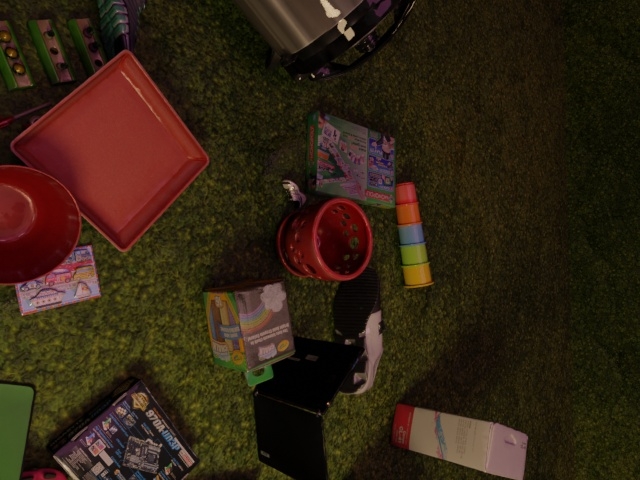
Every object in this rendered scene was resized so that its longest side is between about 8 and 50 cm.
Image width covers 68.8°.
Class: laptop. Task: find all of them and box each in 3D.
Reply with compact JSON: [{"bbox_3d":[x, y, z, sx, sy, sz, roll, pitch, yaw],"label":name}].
[{"bbox_3d":[-0.024,0.362,1.025,0.264,0.234,0.136,-50,120,-33],"label":"laptop"}]

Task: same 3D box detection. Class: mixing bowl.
[{"bbox_3d":[-0.480,-0.032,0.717,0.182,0.098,0.181,-17,116,-40],"label":"mixing bowl"}]

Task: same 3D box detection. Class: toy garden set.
[{"bbox_3d":[-0.467,-0.272,0.793,0.244,0.049,0.203,-27,105,-40],"label":"toy garden set"}]

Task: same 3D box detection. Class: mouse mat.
[{"bbox_3d":[-0.508,0.291,0.677,0.153,0.007,0.189,23,37,-39],"label":"mouse mat"}]

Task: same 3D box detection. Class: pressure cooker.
[{"bbox_3d":[-0.006,-0.574,1.022,0.420,0.370,0.375,45,63,-27],"label":"pressure cooker"}]

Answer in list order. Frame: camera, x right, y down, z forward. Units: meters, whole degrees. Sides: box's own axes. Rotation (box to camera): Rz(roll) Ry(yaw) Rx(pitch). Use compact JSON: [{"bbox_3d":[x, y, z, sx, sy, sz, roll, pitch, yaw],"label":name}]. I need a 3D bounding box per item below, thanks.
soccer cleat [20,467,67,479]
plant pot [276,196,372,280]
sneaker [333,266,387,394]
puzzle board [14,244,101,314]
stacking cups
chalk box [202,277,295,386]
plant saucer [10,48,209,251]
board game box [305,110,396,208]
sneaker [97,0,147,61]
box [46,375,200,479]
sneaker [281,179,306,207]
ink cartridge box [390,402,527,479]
[{"bbox_3d":[-0.531,0.426,0.655,0.331,0.143,0.115,-14,91,-66],"label":"soccer cleat"},{"bbox_3d":[0.000,0.000,1.113,0.191,0.174,0.191,3,86,-42],"label":"plant pot"},{"bbox_3d":[0.110,0.241,1.253,0.146,0.123,0.330,33,64,-56],"label":"sneaker"},{"bbox_3d":[-0.453,0.066,0.808,0.128,0.011,0.096,-13,96,-42],"label":"puzzle board"},{"bbox_3d":[0.270,-0.017,1.425,0.096,0.096,0.316,-13,92,-42],"label":"stacking cups"},{"bbox_3d":[-0.149,0.196,0.996,0.132,0.132,0.212,-11,95,-43],"label":"chalk box"},{"bbox_3d":[-0.361,-0.156,0.841,0.258,0.048,0.259,-54,136,-24],"label":"plant saucer"},{"bbox_3d":[0.094,-0.214,1.302,0.317,0.046,0.213,7,83,-42],"label":"board game box"},{"bbox_3d":[-0.361,-0.426,0.882,0.098,0.083,0.223,-16,97,-47],"label":"sneaker"},{"bbox_3d":[-0.348,0.391,0.852,0.175,0.051,0.220,-42,114,-36],"label":"box"},{"bbox_3d":[-0.068,-0.114,1.156,0.083,0.032,0.037,45,59,-30],"label":"sneaker"},{"bbox_3d":[0.392,0.569,1.339,0.226,0.306,0.131,30,67,-36],"label":"ink cartridge box"}]
